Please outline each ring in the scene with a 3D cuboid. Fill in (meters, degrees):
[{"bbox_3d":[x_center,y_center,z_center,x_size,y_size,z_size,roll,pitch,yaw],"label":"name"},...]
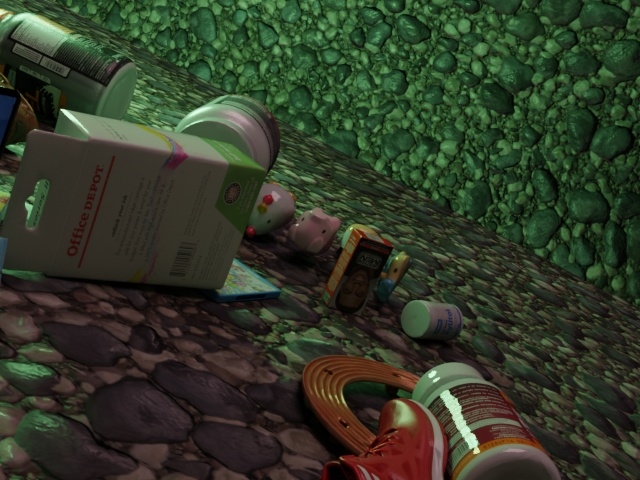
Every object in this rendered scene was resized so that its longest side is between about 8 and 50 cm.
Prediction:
[{"bbox_3d":[0.124,0.254,1.155,0.336,0.032,0.336,23,13,-6],"label":"ring"}]

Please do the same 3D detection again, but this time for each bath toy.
[{"bbox_3d":[0.000,0.000,1.690,0.348,0.151,0.129,28,50,13],"label":"bath toy"}]

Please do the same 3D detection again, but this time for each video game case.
[{"bbox_3d":[-0.154,0.061,1.413,0.119,0.015,0.166,32,16,28],"label":"video game case"}]

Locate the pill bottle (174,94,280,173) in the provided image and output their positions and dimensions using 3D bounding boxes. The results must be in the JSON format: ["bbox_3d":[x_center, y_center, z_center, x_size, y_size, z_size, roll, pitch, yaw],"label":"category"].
[{"bbox_3d":[-0.203,-0.190,1.843,0.210,0.210,0.363,24,15,-3],"label":"pill bottle"}]

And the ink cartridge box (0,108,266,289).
[{"bbox_3d":[-0.276,-0.055,1.219,0.353,0.207,0.119,8,22,-40],"label":"ink cartridge box"}]

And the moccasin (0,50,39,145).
[{"bbox_3d":[-0.658,-0.299,1.617,0.380,0.139,0.147,33,15,27],"label":"moccasin"}]

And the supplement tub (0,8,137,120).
[{"bbox_3d":[-0.577,-0.367,1.889,0.316,0.194,0.193,26,14,4],"label":"supplement tub"}]

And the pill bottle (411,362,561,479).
[{"bbox_3d":[0.180,0.235,1.006,0.121,0.121,0.221,21,15,-15],"label":"pill bottle"}]

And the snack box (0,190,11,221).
[{"bbox_3d":[-0.488,-0.044,1.188,0.100,0.037,0.141,19,16,-14],"label":"snack box"}]

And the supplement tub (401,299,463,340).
[{"bbox_3d":[0.206,0.147,1.594,0.107,0.071,0.071,9,21,-46],"label":"supplement tub"}]

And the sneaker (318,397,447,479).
[{"bbox_3d":[0.064,0.227,0.923,0.128,0.087,0.221,29,20,-19],"label":"sneaker"}]

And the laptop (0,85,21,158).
[{"bbox_3d":[-0.541,-0.128,1.095,0.234,0.137,0.264,12,18,-1],"label":"laptop"}]

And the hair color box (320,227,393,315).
[{"bbox_3d":[0.064,0.056,1.536,0.072,0.141,0.043,18,16,-26],"label":"hair color box"}]

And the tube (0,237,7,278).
[{"bbox_3d":[-0.456,0.018,0.968,0.207,0.080,0.052,12,-12,-34],"label":"tube"}]
